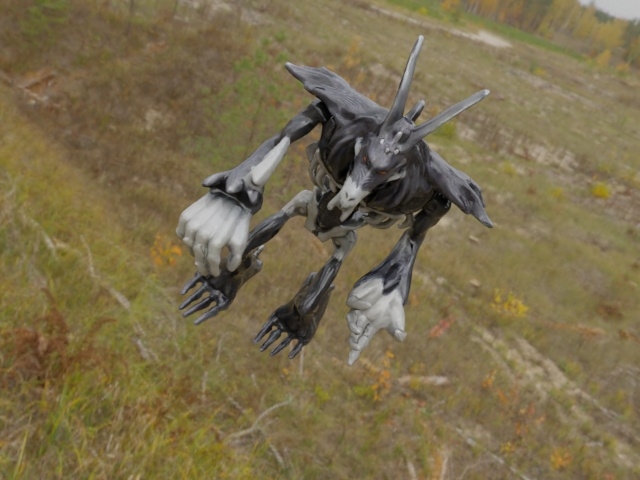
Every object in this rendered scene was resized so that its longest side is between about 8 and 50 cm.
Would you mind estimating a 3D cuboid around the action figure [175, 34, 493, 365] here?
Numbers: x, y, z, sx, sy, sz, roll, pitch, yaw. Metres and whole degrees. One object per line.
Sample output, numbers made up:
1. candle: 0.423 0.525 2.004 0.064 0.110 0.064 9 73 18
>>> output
1. action figure: 0.000 0.000 0.464 0.164 0.276 0.141 33 51 -5
